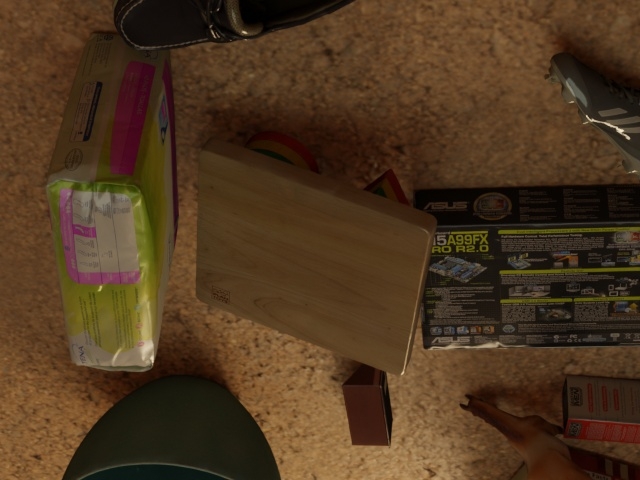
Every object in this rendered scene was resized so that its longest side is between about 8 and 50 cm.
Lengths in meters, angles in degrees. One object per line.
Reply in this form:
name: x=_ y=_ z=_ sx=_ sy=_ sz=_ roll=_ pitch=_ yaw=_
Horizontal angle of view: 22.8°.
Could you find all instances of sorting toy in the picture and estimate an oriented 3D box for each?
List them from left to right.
sorting toy: x=0.000 y=0.000 z=1.736 sx=0.257 sy=0.089 sz=0.255 roll=20 pitch=141 yaw=11

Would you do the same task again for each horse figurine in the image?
horse figurine: x=0.294 y=0.284 z=1.961 sx=0.174 sy=0.263 sz=0.066 roll=29 pitch=108 yaw=-31

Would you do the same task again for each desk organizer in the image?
desk organizer: x=0.060 y=0.207 z=2.020 sx=0.050 sy=0.047 sz=0.130 roll=0 pitch=137 yaw=9

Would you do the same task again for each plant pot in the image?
plant pot: x=-0.180 y=0.288 z=2.019 sx=0.290 sy=0.195 sz=0.290 roll=3 pitch=136 yaw=3

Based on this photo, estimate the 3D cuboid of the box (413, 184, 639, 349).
box: x=0.245 y=0.034 z=1.809 sx=0.270 sy=0.060 sz=0.216 roll=-2 pitch=136 yaw=7

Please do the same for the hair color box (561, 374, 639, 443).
hair color box: x=0.374 y=0.211 z=1.977 sx=0.141 sy=0.072 sz=0.043 roll=5 pitch=137 yaw=1

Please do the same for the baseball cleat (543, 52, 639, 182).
baseball cleat: x=0.318 y=-0.142 z=1.621 sx=0.109 sy=0.072 sz=0.206 roll=-35 pitch=130 yaw=18

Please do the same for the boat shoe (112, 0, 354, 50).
boat shoe: x=-0.078 y=-0.238 z=1.523 sx=0.285 sy=0.092 sz=0.103 roll=-14 pitch=134 yaw=19

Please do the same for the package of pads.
package of pads: x=-0.209 y=-0.031 z=1.658 sx=0.101 sy=0.229 sz=0.296 roll=4 pitch=138 yaw=2

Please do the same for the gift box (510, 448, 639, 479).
gift box: x=0.328 y=0.459 z=2.107 sx=0.255 sy=0.276 sz=0.258 roll=20 pitch=136 yaw=-8
